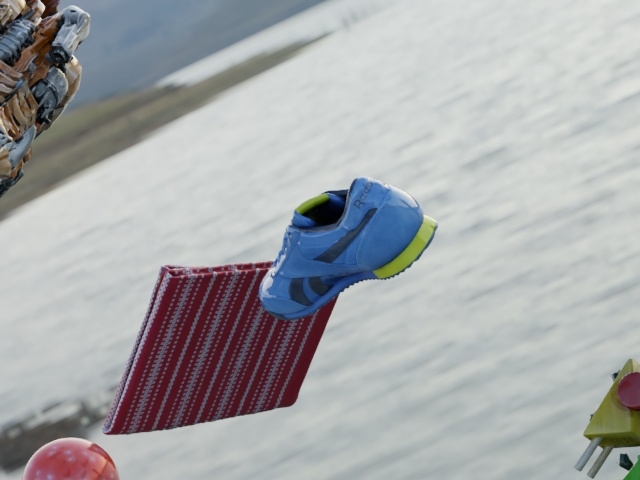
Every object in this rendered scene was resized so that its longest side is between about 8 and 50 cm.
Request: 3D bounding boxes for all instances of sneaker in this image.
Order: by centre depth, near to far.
[{"bbox_3d":[0.000,0.000,1.299,0.209,0.082,0.069,-28,30,55],"label":"sneaker"}]

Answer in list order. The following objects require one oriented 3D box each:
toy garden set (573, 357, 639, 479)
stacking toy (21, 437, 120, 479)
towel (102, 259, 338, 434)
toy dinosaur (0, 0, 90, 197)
[{"bbox_3d":[0.214,0.200,1.334,0.244,0.049,0.204,-53,-35,3],"label":"toy garden set"},{"bbox_3d":[-0.246,0.339,1.610,0.141,0.330,0.141,7,12,-2],"label":"stacking toy"},{"bbox_3d":[-0.091,0.102,1.790,0.275,0.199,0.031,-4,33,-48],"label":"towel"},{"bbox_3d":[-0.223,-0.089,1.127,0.218,0.164,0.322,-33,1,19],"label":"toy dinosaur"}]
